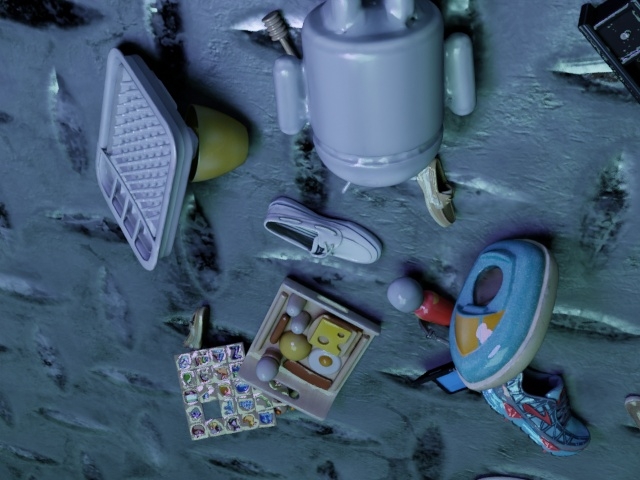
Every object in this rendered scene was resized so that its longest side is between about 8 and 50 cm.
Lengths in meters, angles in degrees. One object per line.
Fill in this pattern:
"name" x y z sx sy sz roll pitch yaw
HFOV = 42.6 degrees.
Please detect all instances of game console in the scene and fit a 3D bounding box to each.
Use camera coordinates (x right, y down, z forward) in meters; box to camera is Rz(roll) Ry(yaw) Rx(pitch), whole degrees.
"game console" 0.265 0.283 1.655 0.122 0.107 0.071 -31 84 38

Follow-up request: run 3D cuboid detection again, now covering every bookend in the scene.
"bookend" 0.454 -0.282 1.084 0.156 0.072 0.157 45 131 -16

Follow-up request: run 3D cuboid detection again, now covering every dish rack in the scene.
"dish rack" -0.307 -0.143 1.455 0.285 0.072 0.333 55 143 30

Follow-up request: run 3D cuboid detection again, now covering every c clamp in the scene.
"c clamp" 0.254 0.192 1.545 0.160 0.137 0.022 28 109 5

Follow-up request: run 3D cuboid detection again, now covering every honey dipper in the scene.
"honey dipper" -0.042 -0.291 1.319 0.030 0.030 0.161 -14 123 32

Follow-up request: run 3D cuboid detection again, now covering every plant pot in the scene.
"plant pot" -0.179 -0.167 1.427 0.095 0.134 0.134 -1 138 -21

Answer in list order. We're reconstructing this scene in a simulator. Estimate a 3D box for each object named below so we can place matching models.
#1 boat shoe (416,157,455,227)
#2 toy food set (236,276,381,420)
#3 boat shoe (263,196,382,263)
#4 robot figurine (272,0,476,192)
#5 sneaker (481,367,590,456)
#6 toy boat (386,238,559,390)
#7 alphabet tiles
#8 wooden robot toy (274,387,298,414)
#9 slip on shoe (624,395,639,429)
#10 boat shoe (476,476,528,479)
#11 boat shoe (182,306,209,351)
"boat shoe" 0.201 -0.080 1.381 0.045 0.050 0.135 -9 124 36
"toy food set" -0.030 0.233 1.709 0.220 0.092 0.306 27 129 -1
"boat shoe" 0.000 0.000 1.518 0.226 0.076 0.083 21 134 5
"robot figurine" 0.081 -0.225 1.204 0.300 0.200 0.353 -4 129 2
"sneaker" 0.438 0.322 1.590 0.262 0.104 0.125 34 127 -13
"toy boat" 0.252 0.116 1.418 0.148 0.267 0.318 26 166 -28
"alphabet tiles" -0.192 0.329 1.830 0.237 0.009 0.198 -11 93 3
"wooden robot toy" -0.086 0.353 1.857 0.173 0.079 0.076 36 133 -10
"slip on shoe" 0.629 0.353 1.576 0.051 0.041 0.135 -22 117 36
"boat shoe" 0.496 0.628 1.820 0.340 0.113 0.127 19 134 7
"boat shoe" -0.278 0.197 1.823 0.048 0.056 0.153 18 141 2
